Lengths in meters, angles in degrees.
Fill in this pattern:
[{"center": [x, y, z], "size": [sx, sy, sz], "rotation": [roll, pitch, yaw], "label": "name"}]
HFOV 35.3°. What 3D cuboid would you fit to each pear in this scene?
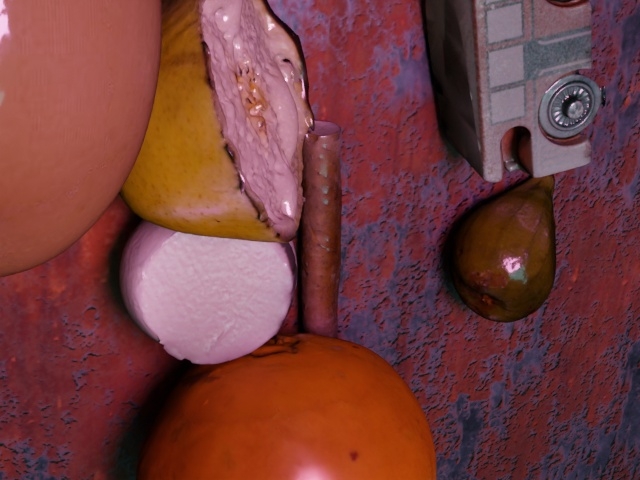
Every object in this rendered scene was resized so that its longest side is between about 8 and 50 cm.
[{"center": [-0.119, -0.114, 0.873], "size": [0.178, 0.267, 0.267], "rotation": [-9, 125, 13], "label": "pear"}]

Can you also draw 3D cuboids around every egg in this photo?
[{"center": [-0.260, -0.157, 0.694], "size": [0.301, 0.301, 0.374], "rotation": [-11, 108, -20], "label": "egg"}]

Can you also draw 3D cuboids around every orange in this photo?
[{"center": [-0.033, 0.243, 1.031], "size": [0.312, 0.312, 0.312], "rotation": [-12, 121, -20], "label": "orange"}]

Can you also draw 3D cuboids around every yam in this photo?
[{"center": [0.000, 0.000, 1.076], "size": [0.046, 0.046, 0.264], "rotation": [-11, 120, -21], "label": "yam"}]

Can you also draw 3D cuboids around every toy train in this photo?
[{"center": [0.193, -0.215, 1.004], "size": [0.159, 0.129, 0.326], "rotation": [-16, 123, -11], "label": "toy train"}]

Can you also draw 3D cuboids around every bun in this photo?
[{"center": [-0.112, 0.025, 0.989], "size": [0.173, 0.120, 0.172], "rotation": [-7, 115, -15], "label": "bun"}]

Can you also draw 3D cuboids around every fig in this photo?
[{"center": [0.211, -0.002, 1.159], "size": [0.127, 0.185, 0.133], "rotation": [-13, 138, 27], "label": "fig"}]
